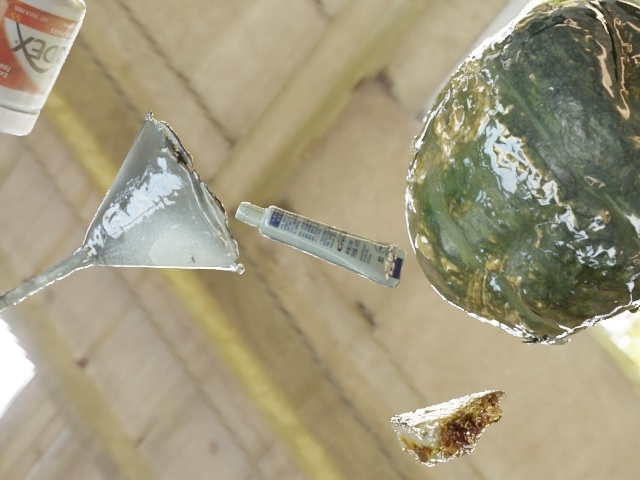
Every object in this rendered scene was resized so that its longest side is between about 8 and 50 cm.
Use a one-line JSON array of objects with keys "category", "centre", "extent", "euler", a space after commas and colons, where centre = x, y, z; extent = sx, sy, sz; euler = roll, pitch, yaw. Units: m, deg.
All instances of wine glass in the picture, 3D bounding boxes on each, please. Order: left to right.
[{"category": "wine glass", "centre": [-0.195, 0.016, 1.401], "extent": [0.156, 0.232, 0.156], "euler": [57, 169, 17]}]

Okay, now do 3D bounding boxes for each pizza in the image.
[{"category": "pizza", "centre": [0.156, 0.240, 2.177], "extent": [0.194, 0.154, 0.069], "euler": [-37, -67, -78]}]

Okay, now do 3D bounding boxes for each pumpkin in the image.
[{"category": "pumpkin", "centre": [0.202, -0.054, 1.461], "extent": [0.257, 0.291, 0.328], "euler": [55, -155, 4]}]

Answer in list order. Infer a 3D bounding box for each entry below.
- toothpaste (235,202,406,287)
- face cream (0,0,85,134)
[{"category": "toothpaste", "centre": [0.000, 0.000, 2.167], "extent": [0.216, 0.037, 0.062], "euler": [20, -123, -5]}, {"category": "face cream", "centre": [-0.417, -0.256, 2.214], "extent": [0.201, 0.187, 0.201], "euler": [25, -171, -4]}]
